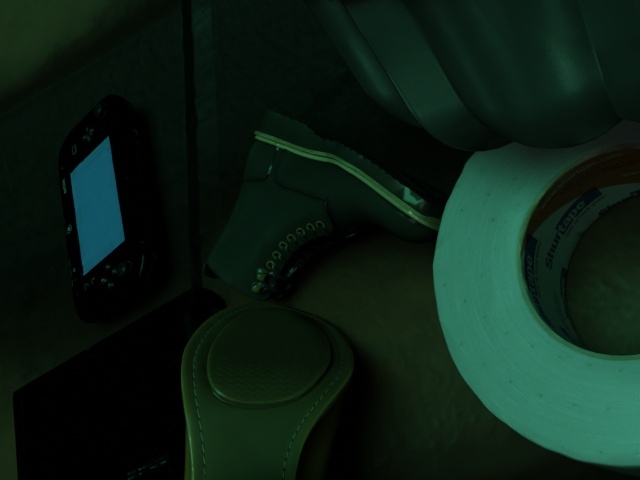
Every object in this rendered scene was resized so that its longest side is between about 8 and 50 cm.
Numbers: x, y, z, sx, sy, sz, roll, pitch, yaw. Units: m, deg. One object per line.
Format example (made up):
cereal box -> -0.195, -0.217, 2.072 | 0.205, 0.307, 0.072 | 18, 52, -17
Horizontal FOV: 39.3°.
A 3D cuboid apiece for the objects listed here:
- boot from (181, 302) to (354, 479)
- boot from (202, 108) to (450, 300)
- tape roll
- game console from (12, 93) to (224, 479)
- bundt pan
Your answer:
boot -> -0.041, 0.187, 0.558 | 0.283, 0.109, 0.220 | -100, 18, -61
boot -> 0.000, 0.000, 0.622 | 0.198, 0.076, 0.137 | 32, 98, 52
tape roll -> 0.173, 0.014, 0.482 | 0.219, 0.072, 0.219 | -13, 67, 32
game console -> -0.182, 0.045, 0.750 | 0.213, 0.044, 0.361 | -30, 58, 24
bundt pan -> 0.149, -0.158, 0.463 | 0.330, 0.124, 0.331 | -21, 29, 12
